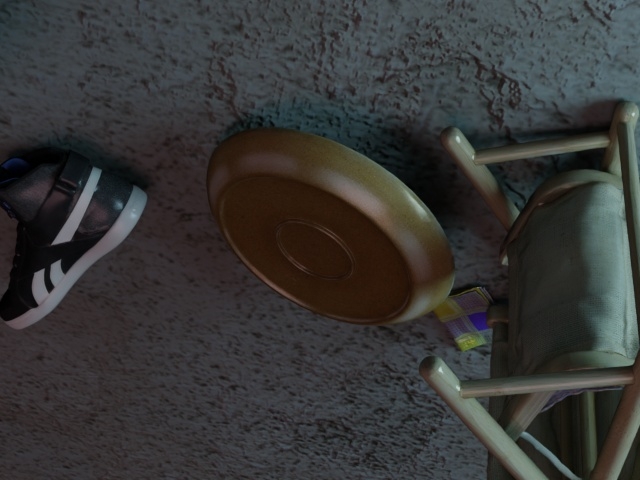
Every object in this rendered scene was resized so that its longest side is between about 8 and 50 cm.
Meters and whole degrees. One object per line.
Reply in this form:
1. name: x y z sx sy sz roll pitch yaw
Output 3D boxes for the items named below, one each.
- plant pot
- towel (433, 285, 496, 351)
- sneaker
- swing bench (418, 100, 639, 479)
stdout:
1. plant pot: 0.000 0.000 1.107 0.236 0.032 0.236 22 148 15
2. towel: 0.141 0.074 1.222 0.060 0.009 0.083 -14 132 27
3. sneaker: -0.264 -0.012 1.186 0.121 0.079 0.217 36 126 -20
4. swing bench: 0.188 0.074 1.018 0.165 0.253 0.255 -6 136 15
